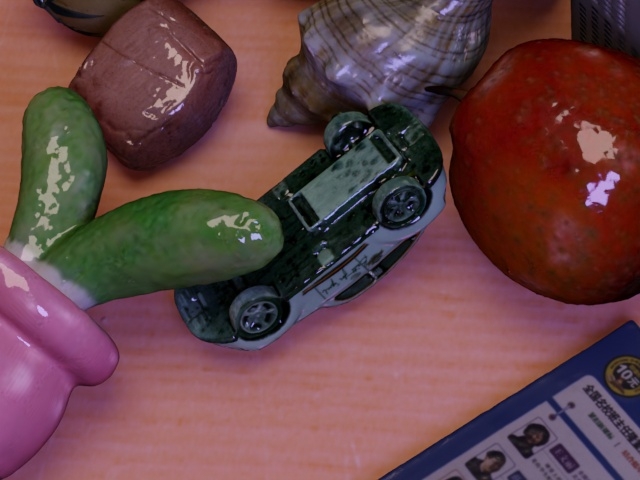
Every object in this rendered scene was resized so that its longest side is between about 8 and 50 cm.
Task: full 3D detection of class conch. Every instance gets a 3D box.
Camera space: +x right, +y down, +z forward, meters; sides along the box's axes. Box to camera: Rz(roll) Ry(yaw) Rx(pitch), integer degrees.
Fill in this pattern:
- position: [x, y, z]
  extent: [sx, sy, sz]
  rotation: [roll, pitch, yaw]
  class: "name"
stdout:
- position: [0.105, -0.212, 1.759]
  extent: [0.386, 0.169, 0.203]
  rotation: [-19, 29, 16]
  class: "conch"

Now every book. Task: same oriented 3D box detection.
- position: [0.206, 0.284, 1.517]
  extent: [0.428, 0.039, 0.300]
  rotation: [-30, 59, -13]
  class: "book"

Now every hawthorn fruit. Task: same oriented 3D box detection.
- position: [0.222, -0.079, 1.635]
  extent: [0.300, 0.254, 0.254]
  rotation: [25, 63, 26]
  class: "hawthorn fruit"

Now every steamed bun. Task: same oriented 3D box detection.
- position: [-0.176, -0.164, 1.810]
  extent: [0.145, 0.106, 0.175]
  rotation: [41, 83, 21]
  class: "steamed bun"

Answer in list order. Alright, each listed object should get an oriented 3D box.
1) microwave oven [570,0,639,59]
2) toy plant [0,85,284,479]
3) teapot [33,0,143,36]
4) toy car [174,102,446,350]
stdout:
- position: [0.480, -0.296, 1.692]
  extent: [0.394, 0.333, 0.247]
  rotation: [-28, 54, -11]
  class: "microwave oven"
- position: [-0.246, 0.057, 1.587]
  extent: [0.317, 0.210, 0.356]
  rotation: [32, 72, 29]
  class: "toy plant"
- position: [-0.228, -0.328, 1.863]
  extent: [0.269, 0.182, 0.173]
  rotation: [-9, 59, 5]
  class: "teapot"
- position: [0.000, 0.000, 1.669]
  extent: [0.306, 0.125, 0.136]
  rotation: [-40, 45, 5]
  class: "toy car"
